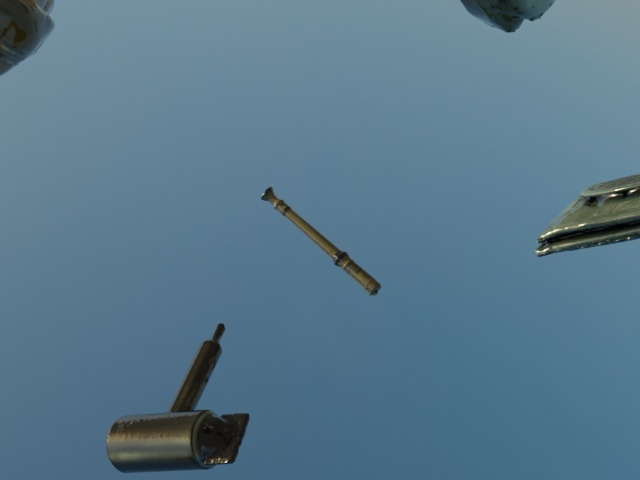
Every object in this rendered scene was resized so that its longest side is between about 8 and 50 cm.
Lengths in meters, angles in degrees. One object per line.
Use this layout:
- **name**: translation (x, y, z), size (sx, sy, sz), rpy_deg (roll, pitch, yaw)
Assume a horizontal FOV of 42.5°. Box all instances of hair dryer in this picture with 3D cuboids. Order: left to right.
- **hair dryer**: translation (-0.159, 0.202, 1.127), size (0.195, 0.078, 0.248), rpy_deg (-11, -141, 28)

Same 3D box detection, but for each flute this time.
- **flute**: translation (0.000, 0.000, 1.211), size (0.233, 0.027, 0.027), rpy_deg (41, -147, 19)

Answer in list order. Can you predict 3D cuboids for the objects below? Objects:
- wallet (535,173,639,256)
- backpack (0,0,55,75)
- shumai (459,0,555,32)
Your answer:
- **wallet**: translation (0.527, -0.069, 1.297), size (0.237, 0.342, 0.075), rpy_deg (-31, -79, -43)
- **backpack**: translation (-0.357, -0.284, 0.689), size (0.353, 0.201, 0.378), rpy_deg (31, -163, -50)
- **shumai**: translation (0.193, -0.221, 0.486), size (0.260, 0.222, 0.225), rpy_deg (20, -175, 35)
